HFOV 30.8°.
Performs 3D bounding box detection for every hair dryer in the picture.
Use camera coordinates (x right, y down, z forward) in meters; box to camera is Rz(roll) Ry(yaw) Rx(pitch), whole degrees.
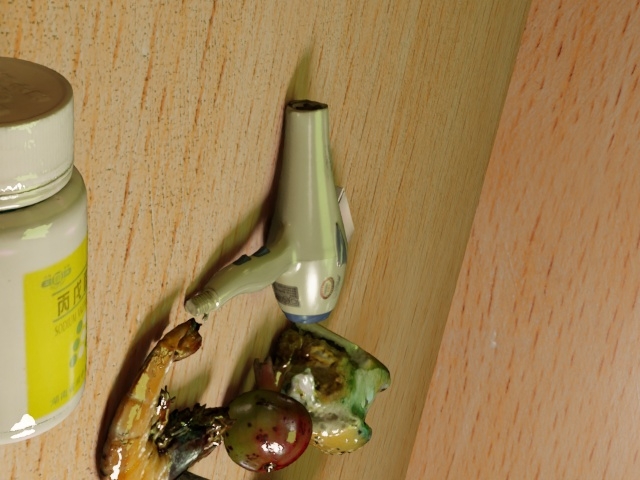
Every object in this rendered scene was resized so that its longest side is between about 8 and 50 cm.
[{"bbox_3d":[-0.051,-0.040,1.494,0.298,0.118,0.296,7,93,-60],"label":"hair dryer"}]

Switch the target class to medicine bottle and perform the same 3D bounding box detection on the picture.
[{"bbox_3d":[-0.240,0.008,0.835,0.143,0.143,0.258,-48,149,-54],"label":"medicine bottle"}]

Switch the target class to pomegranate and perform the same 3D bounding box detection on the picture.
[{"bbox_3d":[-0.070,0.252,1.640,0.129,0.129,0.159,89,20,-45],"label":"pomegranate"}]

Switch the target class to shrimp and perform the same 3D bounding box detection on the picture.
[{"bbox_3d":[-0.168,0.194,1.384,0.290,0.054,0.222,-4,110,-68],"label":"shrimp"}]

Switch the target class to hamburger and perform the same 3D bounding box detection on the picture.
[{"bbox_3d":[0.015,0.238,1.806,0.168,0.192,0.288,-60,160,-9],"label":"hamburger"}]

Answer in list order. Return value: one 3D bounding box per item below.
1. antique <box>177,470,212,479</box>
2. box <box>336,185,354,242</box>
[{"bbox_3d":[-0.185,0.382,1.460,0.086,0.088,0.183,91,24,-46],"label":"antique"},{"bbox_3d":[0.000,0.000,1.735,0.129,0.051,0.130,72,38,-62],"label":"box"}]
